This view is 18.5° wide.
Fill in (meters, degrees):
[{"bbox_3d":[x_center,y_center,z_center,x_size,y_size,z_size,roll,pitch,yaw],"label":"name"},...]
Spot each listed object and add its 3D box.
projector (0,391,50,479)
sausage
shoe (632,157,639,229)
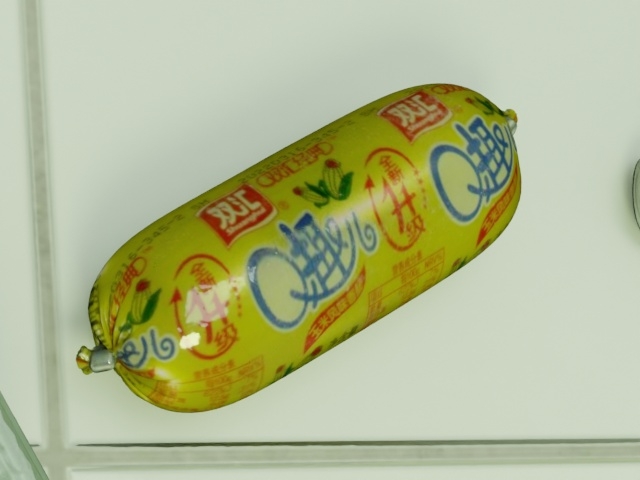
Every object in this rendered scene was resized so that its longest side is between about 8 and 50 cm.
[{"bbox_3d":[-0.246,0.085,1.043,0.099,0.192,0.257,-27,82,-24],"label":"projector"},{"bbox_3d":[0.000,0.000,1.214,0.347,0.123,0.123,-31,84,-28],"label":"sausage"},{"bbox_3d":[0.322,-0.026,1.371,0.207,0.106,0.091,11,68,-25],"label":"shoe"}]
